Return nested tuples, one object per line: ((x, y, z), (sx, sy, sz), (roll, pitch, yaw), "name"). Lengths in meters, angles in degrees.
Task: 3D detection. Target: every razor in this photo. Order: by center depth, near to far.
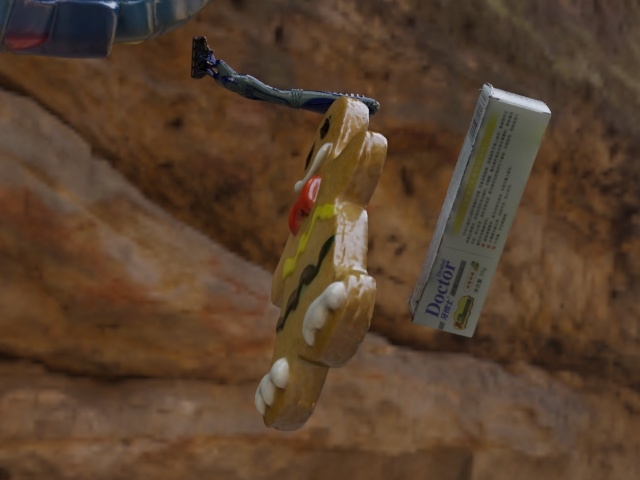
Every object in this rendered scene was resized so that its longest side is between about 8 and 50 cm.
((-0.030, -0.117, 1.051), (0.155, 0.028, 0.044), (16, -40, 4), "razor")

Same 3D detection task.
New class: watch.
((-0.224, -0.288, 1.064), (0.305, 0.274, 0.241), (1, 16, -15), "watch")

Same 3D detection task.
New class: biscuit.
((-0.002, -0.001, 0.839), (0.035, 0.240, 0.158), (19, -47, -14), "biscuit")

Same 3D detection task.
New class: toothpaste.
((0.101, -0.019, 0.872), (0.046, 0.164, 0.034), (14, 19, -8), "toothpaste")
